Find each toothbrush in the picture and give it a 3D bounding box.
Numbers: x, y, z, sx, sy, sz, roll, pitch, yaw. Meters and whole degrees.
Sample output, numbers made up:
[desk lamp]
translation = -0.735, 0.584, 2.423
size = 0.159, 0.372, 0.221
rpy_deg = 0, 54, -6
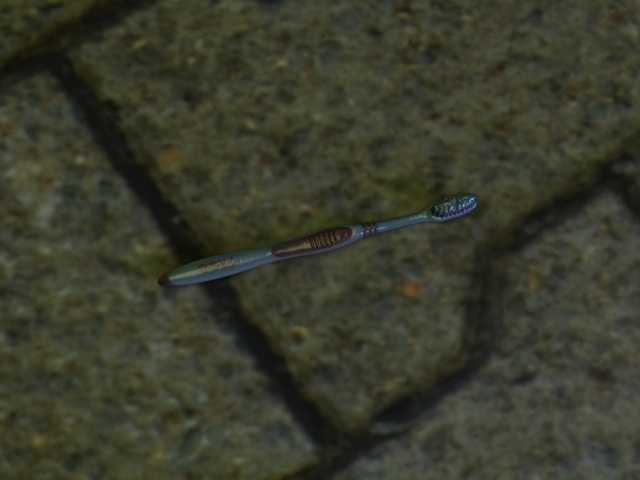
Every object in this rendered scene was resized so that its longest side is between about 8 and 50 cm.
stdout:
[toothbrush]
translation = 0.000, 0.000, 0.927
size = 0.193, 0.019, 0.013
rpy_deg = -14, 79, -9
